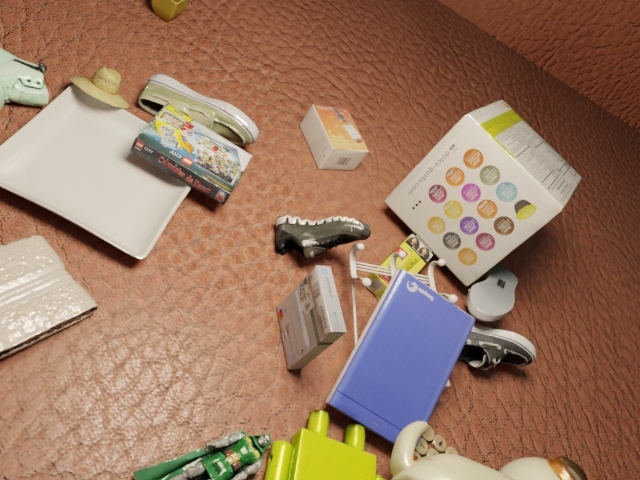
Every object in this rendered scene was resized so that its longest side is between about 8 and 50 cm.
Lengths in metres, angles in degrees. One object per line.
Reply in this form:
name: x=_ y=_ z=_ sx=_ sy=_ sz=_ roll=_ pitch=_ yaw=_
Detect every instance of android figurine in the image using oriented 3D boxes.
android figurine: x=0.015 y=0.453 z=0.976 sx=0.248 sy=0.056 sz=0.272 roll=25 pitch=44 yaw=-16

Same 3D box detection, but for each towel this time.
towel: x=-0.535 y=0.099 z=0.881 sx=0.187 sy=0.049 sz=0.282 roll=49 pitch=38 yaw=8

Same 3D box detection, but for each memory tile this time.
memory tile: x=0.254 y=0.474 z=1.148 sx=0.148 sy=0.012 sz=0.113 roll=42 pitch=44 yaw=3

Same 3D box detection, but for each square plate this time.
square plate: x=-0.458 y=-0.150 z=1.146 sx=0.347 sy=0.049 sz=0.344 roll=30 pitch=46 yaw=-10

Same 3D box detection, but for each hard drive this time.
hard drive: x=0.176 y=0.250 z=1.135 sx=0.210 sy=0.040 sz=0.318 roll=34 pitch=72 yaw=-11

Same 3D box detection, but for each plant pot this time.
plant pot: x=-0.437 y=-0.682 z=1.553 sx=0.081 sy=0.083 sz=0.081 roll=35 pitch=45 yaw=-5

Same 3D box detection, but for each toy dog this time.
toy dog: x=0.326 y=0.534 z=1.003 sx=0.408 sy=0.284 sz=0.395 roll=6 pitch=36 yaw=-31

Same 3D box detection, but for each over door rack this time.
over door rack: x=0.184 y=0.169 z=1.220 sx=0.240 sy=0.108 sz=0.324 roll=12 pitch=63 yaw=-17

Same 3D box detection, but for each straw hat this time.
straw hat: x=-0.492 y=-0.365 z=1.240 sx=0.145 sy=0.061 sz=0.144 roll=29 pitch=16 yaw=-9

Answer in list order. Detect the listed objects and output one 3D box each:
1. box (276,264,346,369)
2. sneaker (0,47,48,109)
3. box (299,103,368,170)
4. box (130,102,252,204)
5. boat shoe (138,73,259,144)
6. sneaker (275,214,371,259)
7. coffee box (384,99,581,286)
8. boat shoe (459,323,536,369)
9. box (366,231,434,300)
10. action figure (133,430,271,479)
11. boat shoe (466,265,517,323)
box: x=-0.024 y=0.159 z=1.089 sx=0.038 sy=0.186 sz=0.145 roll=8 pitch=52 yaw=-31
sneaker: x=-0.647 y=-0.297 z=1.108 sx=0.151 sy=0.094 sz=0.255 roll=16 pitch=50 yaw=-26
box: x=0.037 y=-0.296 z=1.555 sx=0.130 sy=0.091 sz=0.170 roll=-4 pitch=59 yaw=-35
box: x=-0.288 y=-0.199 z=1.234 sx=0.233 sy=0.044 sz=0.159 roll=31 pitch=43 yaw=-12
boat shoe: x=-0.304 y=-0.304 z=1.347 sx=0.303 sy=0.109 sz=0.094 roll=25 pitch=61 yaw=-3
sneaker: x=0.000 y=0.000 z=1.262 sx=0.235 sy=0.078 sz=0.106 roll=3 pitch=60 yaw=13
coffee box: x=0.459 y=-0.141 z=1.508 sx=0.334 sy=0.337 sz=0.338 roll=48 pitch=36 yaw=8
boat shoe: x=0.402 y=0.272 z=1.339 sx=0.302 sy=0.108 sz=0.102 roll=22 pitch=47 yaw=-14
box: x=0.206 y=0.069 z=1.402 sx=0.087 sy=0.058 sz=0.232 roll=48 pitch=46 yaw=5
action figure: x=-0.174 y=0.385 z=0.908 sx=0.232 sy=0.063 sz=0.137 roll=-18 pitch=65 yaw=-45
boat shoe: x=0.440 y=0.160 z=1.427 sx=0.113 sy=0.104 sz=0.306 roll=28 pitch=26 yaw=13
